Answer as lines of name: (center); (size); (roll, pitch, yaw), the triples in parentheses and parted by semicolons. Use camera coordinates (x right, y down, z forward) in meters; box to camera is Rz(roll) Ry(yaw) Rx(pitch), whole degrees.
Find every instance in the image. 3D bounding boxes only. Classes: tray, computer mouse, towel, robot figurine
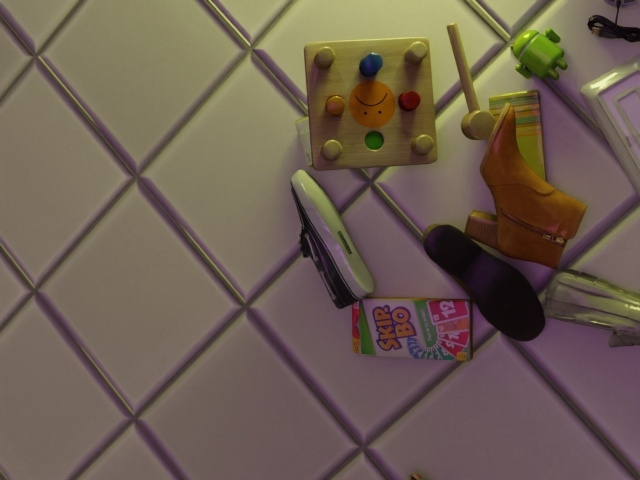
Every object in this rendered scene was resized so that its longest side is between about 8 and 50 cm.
tray: (0.614, -0.207, 1.792); (0.145, 0.030, 0.270); (-31, 82, 20)
computer mouse: (0.570, -0.474, 1.789); (0.106, 0.042, 0.193); (14, 103, 24)
towel: (0.392, -0.174, 1.884); (0.102, 0.021, 0.237); (-4, 92, 26)
robot figurine: (0.421, -0.359, 1.835); (0.115, 0.067, 0.101); (42, 105, 14)

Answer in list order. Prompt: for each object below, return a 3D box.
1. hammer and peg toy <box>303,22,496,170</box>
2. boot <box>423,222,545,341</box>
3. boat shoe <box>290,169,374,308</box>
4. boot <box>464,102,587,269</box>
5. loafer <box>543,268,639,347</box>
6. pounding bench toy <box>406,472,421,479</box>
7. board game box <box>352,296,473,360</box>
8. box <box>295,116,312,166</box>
hammer and peg toy: (0.152, -0.281, 1.893); (0.361, 0.127, 0.266); (-5, 90, -7)
boot: (0.324, 0.074, 1.888); (0.305, 0.115, 0.112); (44, 93, -5)
boat shoe: (0.000, 0.000, 1.997); (0.102, 0.108, 0.301); (-31, 85, 24)
boot: (0.407, -0.101, 1.818); (0.211, 0.104, 0.295); (16, 114, 14)
loafer: (0.577, 0.152, 1.789); (0.319, 0.112, 0.112); (22, 105, 26)
pounding bench toy: (0.191, 0.524, 1.981); (0.052, 0.083, 0.065); (39, 74, 12)
board game box: (0.185, 0.181, 1.973); (0.259, 0.039, 0.124); (0, 92, 23)
box: (0.045, -0.230, 1.997); (0.179, 0.043, 0.105); (-17, 87, 22)
